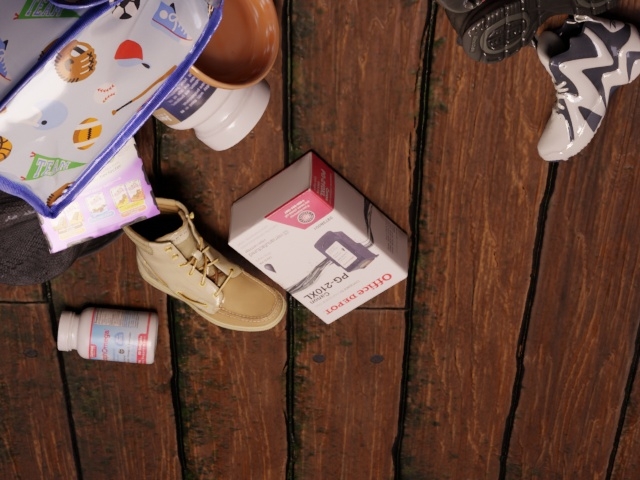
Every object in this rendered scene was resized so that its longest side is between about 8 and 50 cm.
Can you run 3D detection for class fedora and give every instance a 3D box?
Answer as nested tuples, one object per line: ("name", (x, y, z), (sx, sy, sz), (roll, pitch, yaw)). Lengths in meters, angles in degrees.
("fedora", (-0.430, -0.037, 2.126), (0.334, 0.152, 0.334), (0, 135, 0))

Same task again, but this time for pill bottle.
("pill bottle", (-0.353, 0.157, 2.353), (0.160, 0.087, 0.087), (5, 132, -4))
("pill bottle", (-0.204, -0.248, 1.938), (0.153, 0.153, 0.265), (-36, 123, 28))

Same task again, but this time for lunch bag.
("lunch bag", (-0.323, -0.287, 1.708), (0.385, 0.328, 0.239), (-43, 147, 10))

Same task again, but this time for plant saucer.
("plant saucer", (-0.140, -0.294, 1.878), (0.200, 0.200, 0.037), (39, 145, -30))

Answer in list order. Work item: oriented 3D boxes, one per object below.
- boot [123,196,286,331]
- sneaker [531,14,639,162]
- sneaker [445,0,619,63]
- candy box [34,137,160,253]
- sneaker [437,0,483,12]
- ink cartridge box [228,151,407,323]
("boot", (-0.181, 0.033, 2.148), (0.262, 0.095, 0.203), (26, 158, 18))
("sneaker", (0.341, -0.227, 1.995), (0.153, 0.094, 0.235), (24, 128, -18))
("sneaker", (0.295, -0.349, 1.876), (0.286, 0.130, 0.109), (-24, 138, -8))
("candy box", (-0.335, -0.105, 1.976), (0.165, 0.070, 0.196), (-20, 113, -9))
("sneaker", (0.233, -0.419, 1.818), (0.276, 0.135, 0.097), (-44, 122, 6))
("ink cartridge box", (0.000, 0.000, 2.198), (0.172, 0.100, 0.237), (-32, 124, 27))
